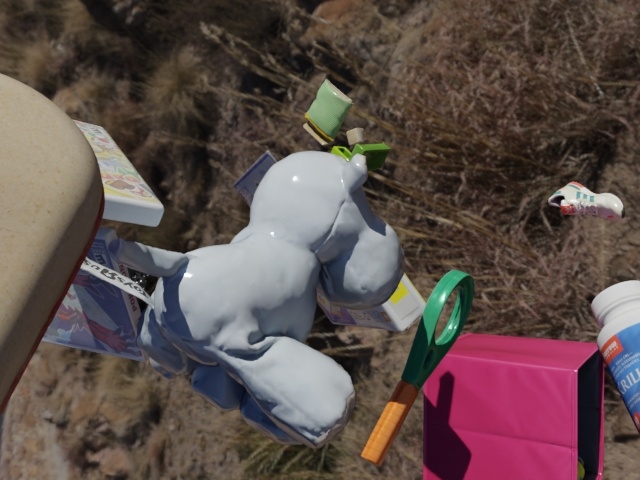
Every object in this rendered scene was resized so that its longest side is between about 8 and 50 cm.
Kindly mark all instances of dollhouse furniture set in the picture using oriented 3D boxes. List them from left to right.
[{"bbox_3d":[0.020,-0.147,0.906,0.152,0.058,0.076,47,127,27],"label":"dollhouse furniture set"}]

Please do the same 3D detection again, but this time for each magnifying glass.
[{"bbox_3d":[0.108,0.136,0.739,0.026,0.092,0.231,20,73,31],"label":"magnifying glass"}]

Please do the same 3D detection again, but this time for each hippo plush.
[{"bbox_3d":[-0.053,0.029,0.659,0.234,0.294,0.237,-8,40,56],"label":"hippo plush"}]

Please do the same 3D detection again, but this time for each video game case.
[{"bbox_3d":[-0.282,-0.086,0.623,0.206,0.227,0.026,44,115,46],"label":"video game case"},{"bbox_3d":[-0.314,0.059,0.831,0.201,0.184,0.023,6,33,22],"label":"video game case"}]

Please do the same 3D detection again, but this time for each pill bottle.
[{"bbox_3d":[0.477,0.172,0.972,0.124,0.124,0.222,-47,38,34],"label":"pill bottle"}]

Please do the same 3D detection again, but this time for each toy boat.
[{"bbox_3d":[-0.230,0.014,0.399,0.151,0.151,0.231,-31,34,58],"label":"toy boat"}]

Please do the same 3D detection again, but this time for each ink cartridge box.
[{"bbox_3d":[0.000,0.000,1.052,0.072,0.307,0.303,-35,6,-16],"label":"ink cartridge box"}]

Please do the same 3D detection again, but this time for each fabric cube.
[{"bbox_3d":[0.347,0.313,1.199,0.258,0.254,0.259,0,92,31],"label":"fabric cube"}]

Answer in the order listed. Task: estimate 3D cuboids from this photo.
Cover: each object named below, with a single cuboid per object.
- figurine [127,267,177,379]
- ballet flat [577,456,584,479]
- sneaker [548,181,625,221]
[{"bbox_3d":[-0.329,0.157,1.357,0.215,0.092,0.209,57,158,14],"label":"figurine"},{"bbox_3d":[0.355,0.397,1.219,0.231,0.077,0.077,6,48,44],"label":"ballet flat"},{"bbox_3d":[0.518,-0.065,1.329,0.161,0.075,0.057,42,153,58],"label":"sneaker"}]
